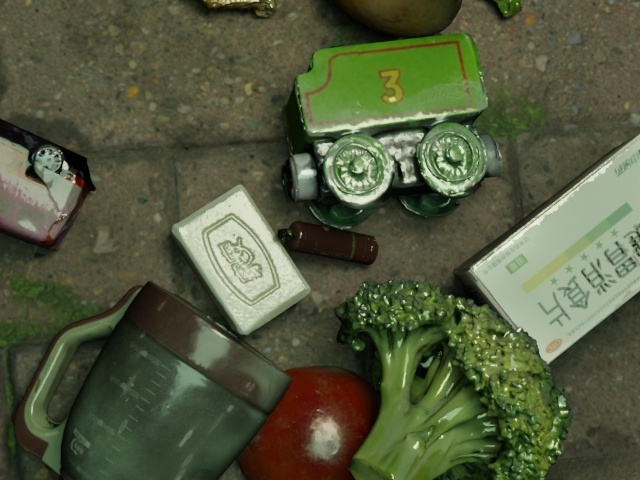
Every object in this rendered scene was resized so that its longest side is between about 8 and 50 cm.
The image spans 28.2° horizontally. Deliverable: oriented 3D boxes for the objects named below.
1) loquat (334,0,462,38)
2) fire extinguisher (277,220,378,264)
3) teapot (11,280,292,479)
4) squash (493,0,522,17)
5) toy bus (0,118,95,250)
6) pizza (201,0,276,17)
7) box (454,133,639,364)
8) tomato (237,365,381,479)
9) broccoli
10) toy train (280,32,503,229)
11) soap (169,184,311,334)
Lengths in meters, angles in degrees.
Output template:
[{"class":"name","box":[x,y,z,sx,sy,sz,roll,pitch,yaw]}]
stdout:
[{"class":"loquat","box":[0.101,-0.385,1.803,0.227,0.179,0.179,44,79,7]},{"class":"fire extinguisher","box":[0.000,0.000,1.792,0.157,0.078,0.045,10,95,-25]},{"class":"teapot","box":[-0.247,0.219,1.675,0.315,0.233,0.312,33,84,26]},{"class":"squash","box":[0.195,-0.494,1.859,0.118,0.118,0.370,-32,91,-10]},{"class":"toy bus","box":[-0.458,-0.103,1.710,0.302,0.127,0.147,23,84,-5]},{"class":"pizza","box":[-0.172,-0.411,1.825,0.271,0.056,0.134,33,78,-5]},{"class":"box","box":[0.372,0.012,1.794,0.333,0.145,0.173,-37,90,-5]},{"class":"tomato","box":[-0.001,0.266,1.745,0.228,0.112,0.199,-23,85,-13]},{"class":"broccoli","box":[0.174,0.202,1.662,0.249,0.302,0.375,-33,97,25]},{"class":"toy train","box":[0.092,-0.154,1.779,0.307,0.173,0.249,-8,79,-9]},{"class":"soap","box":[-0.113,0.030,1.778,0.121,0.064,0.183,-34,90,-13]}]
